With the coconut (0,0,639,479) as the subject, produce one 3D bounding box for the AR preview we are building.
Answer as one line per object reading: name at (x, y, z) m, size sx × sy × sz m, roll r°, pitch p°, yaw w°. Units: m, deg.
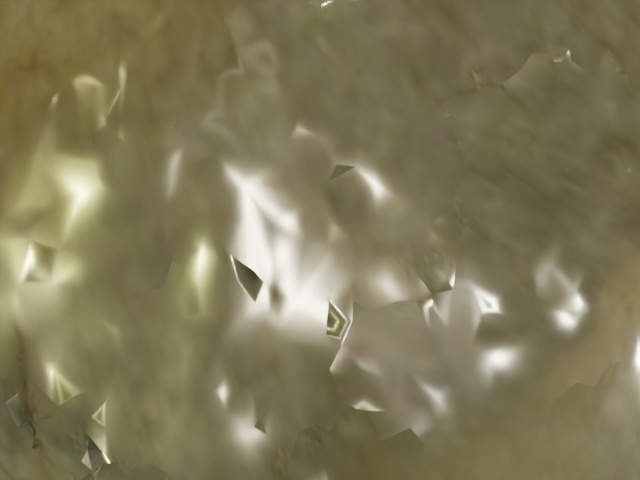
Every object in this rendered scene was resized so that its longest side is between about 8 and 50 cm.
coconut at (0.000, 0.000, 0.525) m, size 0.345 × 0.415 × 0.415 m, roll -26°, pitch 172°, yaw 9°
